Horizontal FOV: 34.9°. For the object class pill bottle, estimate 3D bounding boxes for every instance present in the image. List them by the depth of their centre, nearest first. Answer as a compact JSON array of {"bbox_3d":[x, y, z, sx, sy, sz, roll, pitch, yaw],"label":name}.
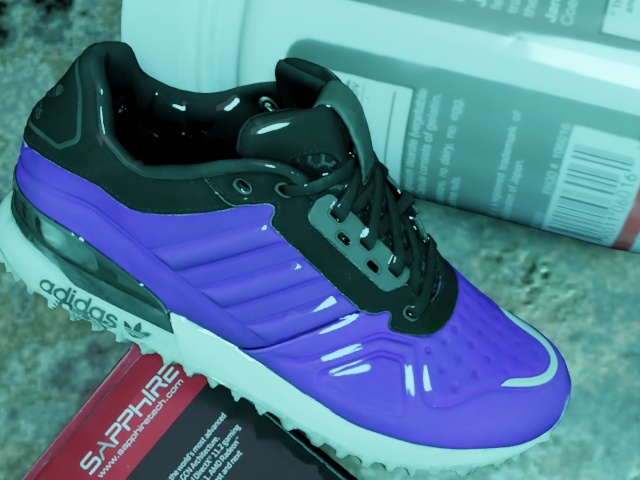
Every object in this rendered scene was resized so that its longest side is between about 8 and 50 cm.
[{"bbox_3d":[0.055,-0.103,0.532,0.283,0.161,0.161,15,75,10],"label":"pill bottle"}]

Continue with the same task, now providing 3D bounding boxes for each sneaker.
[{"bbox_3d":[0.000,0.000,0.467,0.293,0.146,0.102,23,33,-6],"label":"sneaker"}]

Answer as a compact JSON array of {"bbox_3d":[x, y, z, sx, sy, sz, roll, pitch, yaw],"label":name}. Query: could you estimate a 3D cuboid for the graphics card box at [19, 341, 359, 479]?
[{"bbox_3d":[-0.005,0.241,0.465,0.371,0.094,0.233,36,78,16],"label":"graphics card box"}]
